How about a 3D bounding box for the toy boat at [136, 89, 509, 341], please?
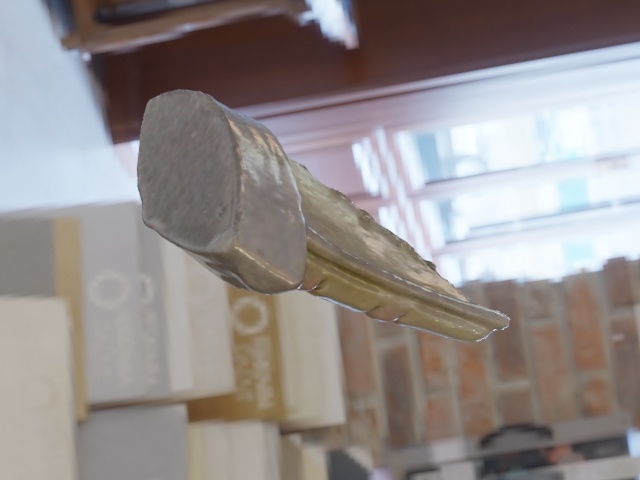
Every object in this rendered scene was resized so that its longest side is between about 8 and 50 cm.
[{"bbox_3d":[-0.027,-0.018,1.361,0.293,0.111,0.276,23,18,-48],"label":"toy boat"}]
